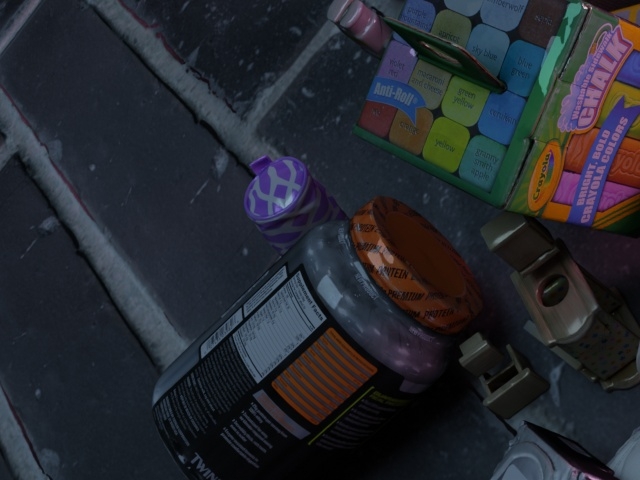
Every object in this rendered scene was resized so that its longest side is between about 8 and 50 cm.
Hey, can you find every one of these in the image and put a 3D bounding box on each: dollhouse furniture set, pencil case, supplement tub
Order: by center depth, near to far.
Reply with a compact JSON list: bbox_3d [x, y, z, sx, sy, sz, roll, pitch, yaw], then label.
[{"bbox_3d":[0.179,0.087,1.250,0.161,0.182,0.101,-40,42,18],"label":"dollhouse furniture set"},{"bbox_3d":[-0.002,0.114,1.388,0.316,0.193,0.194,-43,41,22],"label":"supplement tub"},{"bbox_3d":[0.000,0.000,1.480,0.086,0.206,0.088,-28,43,11],"label":"pencil case"}]

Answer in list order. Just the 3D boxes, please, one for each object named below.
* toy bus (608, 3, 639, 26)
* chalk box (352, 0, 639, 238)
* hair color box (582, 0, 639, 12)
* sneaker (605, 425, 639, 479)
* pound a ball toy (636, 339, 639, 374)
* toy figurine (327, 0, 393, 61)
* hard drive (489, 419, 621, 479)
[{"bbox_3d":[0.313,-0.152,1.339,0.332,0.108,0.130,-11,55,41],"label":"toy bus"},{"bbox_3d":[0.164,-0.125,1.175,0.180,0.289,0.179,32,106,41],"label":"chalk box"},{"bbox_3d":[0.344,-0.355,1.390,0.374,0.113,0.185,-22,77,33],"label":"hair color box"},{"bbox_3d":[0.243,0.287,1.135,0.305,0.114,0.152,-62,15,-2],"label":"sneaker"},{"bbox_3d":[0.350,0.065,1.108,0.135,0.208,0.319,-29,24,40],"label":"pound a ball toy"},{"bbox_3d":[0.120,-0.307,1.619,0.213,0.148,0.210,-21,56,32],"label":"toy figurine"},{"bbox_3d":[0.136,0.322,1.101,0.237,0.064,0.339,-129,62,-86],"label":"hard drive"}]
